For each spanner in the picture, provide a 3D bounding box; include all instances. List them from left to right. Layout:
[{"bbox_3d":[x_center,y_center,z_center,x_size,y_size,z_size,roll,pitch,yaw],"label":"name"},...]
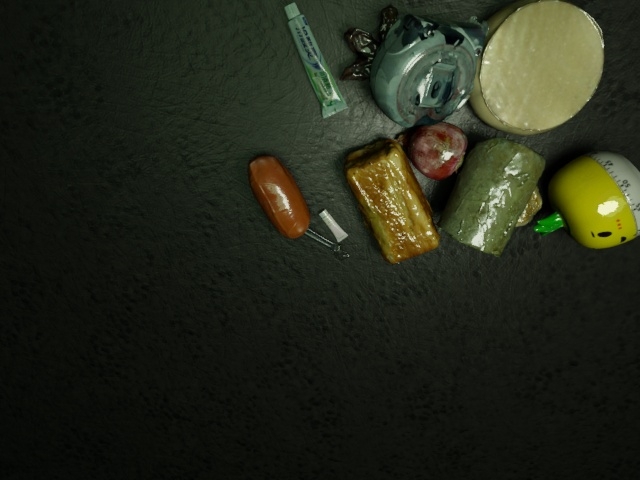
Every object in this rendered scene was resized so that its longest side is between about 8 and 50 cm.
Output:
[{"bbox_3d":[0.000,0.000,1.399,0.209,0.012,0.046,30,108,-10],"label":"spanner"}]

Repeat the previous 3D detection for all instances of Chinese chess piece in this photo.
[{"bbox_3d":[0.544,-0.444,1.174,0.339,0.140,0.337,-1,110,-2],"label":"Chinese chess piece"}]

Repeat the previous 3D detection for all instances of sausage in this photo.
[{"bbox_3d":[-0.118,-0.124,1.294,0.133,0.133,0.258,-25,108,9],"label":"sausage"}]

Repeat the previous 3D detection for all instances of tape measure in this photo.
[{"bbox_3d":[0.256,-0.412,1.116,0.257,0.147,0.274,-5,134,-23],"label":"tape measure"}]

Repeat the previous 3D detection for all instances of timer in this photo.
[{"bbox_3d":[0.714,-0.087,1.243,0.286,0.285,0.284,0,110,0],"label":"timer"}]

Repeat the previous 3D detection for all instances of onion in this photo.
[{"bbox_3d":[0.299,-0.255,1.243,0.195,0.159,0.159,25,110,17],"label":"onion"}]

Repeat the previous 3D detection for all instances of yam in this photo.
[{"bbox_3d":[0.453,-0.125,1.213,0.195,0.195,0.299,23,99,-8],"label":"yam"}]

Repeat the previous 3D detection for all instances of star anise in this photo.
[{"bbox_3d":[0.164,-0.496,1.176,0.214,0.099,0.219,15,109,-15],"label":"star anise"}]

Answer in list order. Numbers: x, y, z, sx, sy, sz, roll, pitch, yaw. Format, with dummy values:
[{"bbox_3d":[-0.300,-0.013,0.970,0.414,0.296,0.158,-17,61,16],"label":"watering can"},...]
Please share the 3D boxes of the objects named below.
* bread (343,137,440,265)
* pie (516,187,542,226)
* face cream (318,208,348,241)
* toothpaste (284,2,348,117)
[{"bbox_3d":[0.200,-0.109,1.290,0.195,0.148,0.343,-20,110,19],"label":"bread"},{"bbox_3d":[0.543,-0.119,1.322,0.194,0.079,0.163,7,105,6],"label":"pie"},{"bbox_3d":[0.038,-0.046,1.378,0.038,0.020,0.115,-35,109,11],"label":"face cream"},{"bbox_3d":[-0.018,-0.478,1.211,0.075,0.048,0.296,-24,111,8],"label":"toothpaste"}]
